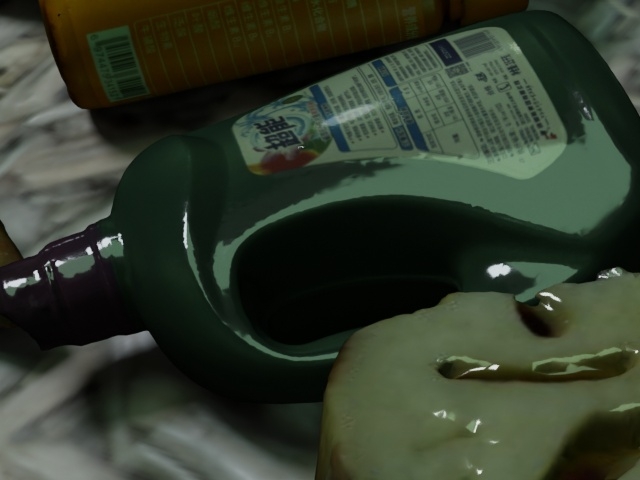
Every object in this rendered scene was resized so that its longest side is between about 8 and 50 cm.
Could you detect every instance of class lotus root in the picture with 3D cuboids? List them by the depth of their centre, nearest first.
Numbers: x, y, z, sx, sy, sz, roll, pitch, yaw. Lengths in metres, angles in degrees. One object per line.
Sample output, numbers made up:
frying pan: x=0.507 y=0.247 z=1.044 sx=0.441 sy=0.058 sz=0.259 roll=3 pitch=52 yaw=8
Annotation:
lotus root: x=0.101 y=0.092 z=0.486 sx=0.234 sy=0.119 sz=0.138 roll=1 pitch=35 yaw=16

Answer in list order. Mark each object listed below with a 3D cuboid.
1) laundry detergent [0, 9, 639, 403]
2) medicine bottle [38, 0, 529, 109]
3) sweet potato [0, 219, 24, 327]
laundry detergent: x=0.000 y=0.000 z=0.661 sx=0.221 sy=0.078 sz=0.144 roll=-18 pitch=43 yaw=-7
medicine bottle: x=-0.018 y=-0.118 z=0.794 sx=0.191 sy=0.096 sz=0.096 roll=-12 pitch=39 yaw=2
sweet potato: x=-0.184 y=-0.031 z=0.762 sx=0.243 sy=0.077 sz=0.077 roll=25 pitch=52 yaw=30
